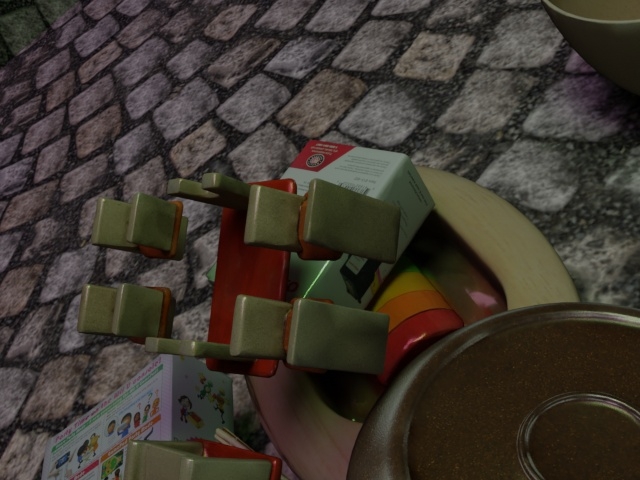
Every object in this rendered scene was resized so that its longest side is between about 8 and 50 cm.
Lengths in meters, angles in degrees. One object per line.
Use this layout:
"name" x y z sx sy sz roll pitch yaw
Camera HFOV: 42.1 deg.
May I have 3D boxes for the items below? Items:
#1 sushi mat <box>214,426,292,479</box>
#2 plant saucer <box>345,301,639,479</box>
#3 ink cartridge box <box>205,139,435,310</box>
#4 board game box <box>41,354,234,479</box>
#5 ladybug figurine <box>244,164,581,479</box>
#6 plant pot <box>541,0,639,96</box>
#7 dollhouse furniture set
"sushi mat" 0.023 0.269 0.677 0.019 0.151 0.316 -33 34 -29
"plant saucer" 0.165 0.139 0.508 0.310 0.050 0.311 -8 38 6
"ink cartridge box" 0.000 0.000 0.754 0.127 0.072 0.175 16 62 44
"board game box" -0.187 0.289 0.819 0.224 0.097 0.303 -37 38 23
"ladybug figurine" 0.084 0.094 0.788 0.305 0.162 0.449 -34 40 4
"plant pot" 0.389 -0.251 0.869 0.284 0.191 0.284 -20 43 20
"dollhouse furniture set" -0.061 0.080 0.636 0.262 0.135 0.259 -1 79 45
